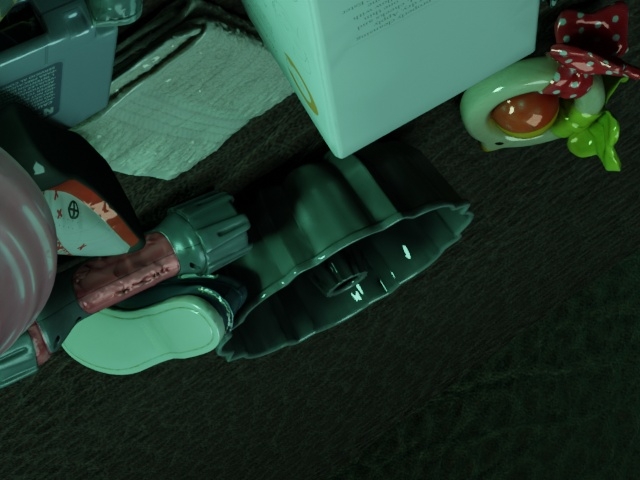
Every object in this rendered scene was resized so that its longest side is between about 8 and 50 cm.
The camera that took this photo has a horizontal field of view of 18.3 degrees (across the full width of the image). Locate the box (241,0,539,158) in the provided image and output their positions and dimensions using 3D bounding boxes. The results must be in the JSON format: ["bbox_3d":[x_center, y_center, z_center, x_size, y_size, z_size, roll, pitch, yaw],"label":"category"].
[{"bbox_3d":[0.021,-0.231,1.269,0.168,0.215,0.345,-28,163,-5],"label":"box"}]

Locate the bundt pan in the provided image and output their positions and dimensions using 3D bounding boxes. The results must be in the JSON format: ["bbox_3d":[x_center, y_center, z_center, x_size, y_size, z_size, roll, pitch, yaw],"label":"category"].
[{"bbox_3d":[0.000,0.000,2.229,0.331,0.124,0.331,-29,166,-8],"label":"bundt pan"}]

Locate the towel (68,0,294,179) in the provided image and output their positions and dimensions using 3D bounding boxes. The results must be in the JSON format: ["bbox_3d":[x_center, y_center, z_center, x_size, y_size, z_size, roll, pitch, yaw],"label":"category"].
[{"bbox_3d":[-0.117,-0.126,1.722,0.187,0.049,0.282,-34,165,17],"label":"towel"}]

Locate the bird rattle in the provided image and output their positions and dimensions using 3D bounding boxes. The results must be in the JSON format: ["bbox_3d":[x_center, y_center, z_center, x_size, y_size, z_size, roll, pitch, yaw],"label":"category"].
[{"bbox_3d":[0.259,-0.156,2.224,0.207,0.143,0.253,-15,164,7],"label":"bird rattle"}]

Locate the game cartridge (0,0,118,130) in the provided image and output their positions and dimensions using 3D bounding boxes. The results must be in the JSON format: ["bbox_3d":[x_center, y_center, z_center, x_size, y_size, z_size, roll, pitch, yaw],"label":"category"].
[{"bbox_3d":[-0.294,-0.090,1.487,0.294,0.060,0.196,-25,161,-18],"label":"game cartridge"}]

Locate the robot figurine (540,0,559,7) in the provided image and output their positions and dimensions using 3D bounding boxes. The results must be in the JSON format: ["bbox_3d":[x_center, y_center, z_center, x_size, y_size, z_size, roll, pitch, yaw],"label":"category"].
[{"bbox_3d":[0.177,-0.264,1.758,0.211,0.085,0.291,-15,158,-46],"label":"robot figurine"}]

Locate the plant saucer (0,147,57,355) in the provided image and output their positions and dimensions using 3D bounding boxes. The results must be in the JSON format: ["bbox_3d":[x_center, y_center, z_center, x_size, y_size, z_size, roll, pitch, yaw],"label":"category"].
[{"bbox_3d":[-0.352,0.027,1.395,0.332,0.084,0.332,-3,143,-2],"label":"plant saucer"}]

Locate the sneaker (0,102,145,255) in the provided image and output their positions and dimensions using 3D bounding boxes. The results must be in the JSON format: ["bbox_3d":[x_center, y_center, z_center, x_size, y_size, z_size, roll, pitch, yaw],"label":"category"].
[{"bbox_3d":[-0.243,-0.020,1.555,0.145,0.090,0.270,-30,163,6],"label":"sneaker"}]

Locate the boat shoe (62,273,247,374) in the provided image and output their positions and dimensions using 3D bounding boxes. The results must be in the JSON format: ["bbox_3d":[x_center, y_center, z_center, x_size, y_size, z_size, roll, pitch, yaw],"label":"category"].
[{"bbox_3d":[-0.184,0.079,2.133,0.254,0.095,0.079,-16,-158,44],"label":"boat shoe"}]

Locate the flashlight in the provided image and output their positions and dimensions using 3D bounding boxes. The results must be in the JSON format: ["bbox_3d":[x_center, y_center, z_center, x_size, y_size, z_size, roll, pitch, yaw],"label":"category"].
[{"bbox_3d":[-0.213,0.041,2.001,0.304,0.103,0.103,-26,147,-19],"label":"flashlight"}]

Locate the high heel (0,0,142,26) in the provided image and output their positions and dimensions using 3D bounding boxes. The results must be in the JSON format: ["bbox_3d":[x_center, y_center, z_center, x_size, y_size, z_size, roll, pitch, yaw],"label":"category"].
[{"bbox_3d":[-0.224,-0.199,1.251,0.261,0.093,0.186,-14,143,-23],"label":"high heel"}]
